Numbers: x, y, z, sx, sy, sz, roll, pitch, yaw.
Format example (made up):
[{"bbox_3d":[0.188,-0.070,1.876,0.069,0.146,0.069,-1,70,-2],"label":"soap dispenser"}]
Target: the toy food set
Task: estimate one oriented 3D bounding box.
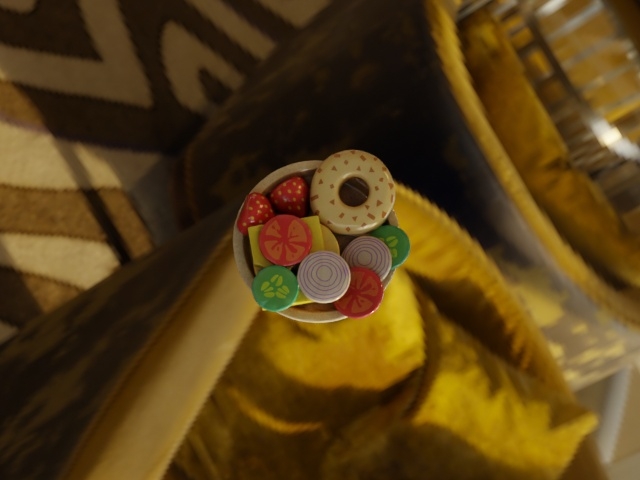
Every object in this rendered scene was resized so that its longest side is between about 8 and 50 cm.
[{"bbox_3d":[0.000,0.000,0.703,0.020,0.083,0.082,95,-16,-75],"label":"toy food set"}]
